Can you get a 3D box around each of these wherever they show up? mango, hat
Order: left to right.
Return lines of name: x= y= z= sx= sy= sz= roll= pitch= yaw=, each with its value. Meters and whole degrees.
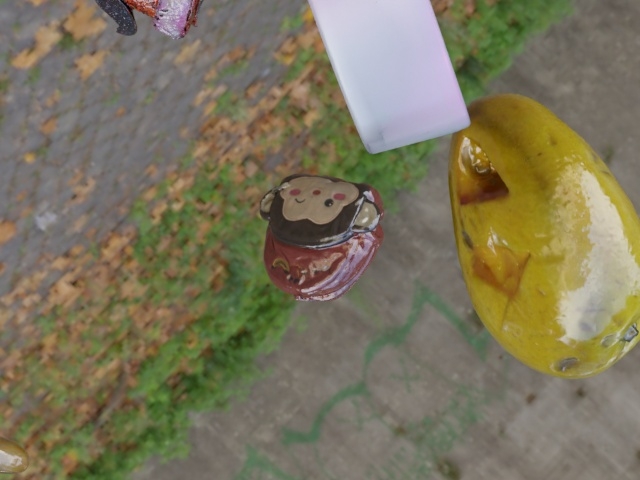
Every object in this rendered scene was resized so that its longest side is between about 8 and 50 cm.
hat: x=-0.238 y=-0.329 z=1.306 sx=0.140 sy=0.227 sz=0.128 roll=176 pitch=-74 yaw=-76
mango: x=0.271 y=-0.009 z=1.302 sx=0.182 sy=0.365 sz=0.253 roll=-20 pitch=178 yaw=-30

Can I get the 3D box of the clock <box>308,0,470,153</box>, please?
clock: x=0.048 y=-0.248 z=1.065 sx=0.102 sy=0.338 sz=0.338 roll=-19 pitch=176 yaw=8

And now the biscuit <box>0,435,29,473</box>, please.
biscuit: x=-0.470 y=0.234 z=1.299 sx=0.164 sy=0.208 sz=0.047 roll=17 pitch=88 yaw=-49

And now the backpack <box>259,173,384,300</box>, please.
backpack: x=-0.001 y=-0.001 z=1.762 sx=0.229 sy=0.229 sz=0.139 roll=-47 pitch=144 yaw=-3
